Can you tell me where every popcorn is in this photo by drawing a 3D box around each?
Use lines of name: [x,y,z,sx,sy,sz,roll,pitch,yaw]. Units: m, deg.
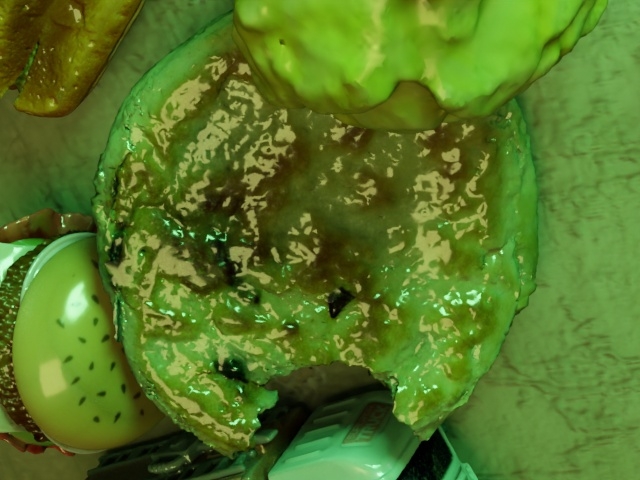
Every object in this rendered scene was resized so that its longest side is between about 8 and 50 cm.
popcorn: [0.054,-0.171,0.989,0.195,0.256,0.255,36,178,31]

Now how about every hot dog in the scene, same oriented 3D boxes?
hot dog: [-0.150,-0.175,1.144,0.100,0.068,0.249,25,130,-15]

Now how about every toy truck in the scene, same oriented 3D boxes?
toy truck: [-0.039,0.203,1.327,0.305,0.136,0.162,-18,107,29]

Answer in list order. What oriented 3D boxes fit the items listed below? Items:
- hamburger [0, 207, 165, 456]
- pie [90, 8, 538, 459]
hamburger: [-0.160,0.063,1.236,0.137,0.175,0.175,2,129,49]
pie: [0.000,-0.008,1.157,0.302,0.067,0.302,-2,107,-6]
